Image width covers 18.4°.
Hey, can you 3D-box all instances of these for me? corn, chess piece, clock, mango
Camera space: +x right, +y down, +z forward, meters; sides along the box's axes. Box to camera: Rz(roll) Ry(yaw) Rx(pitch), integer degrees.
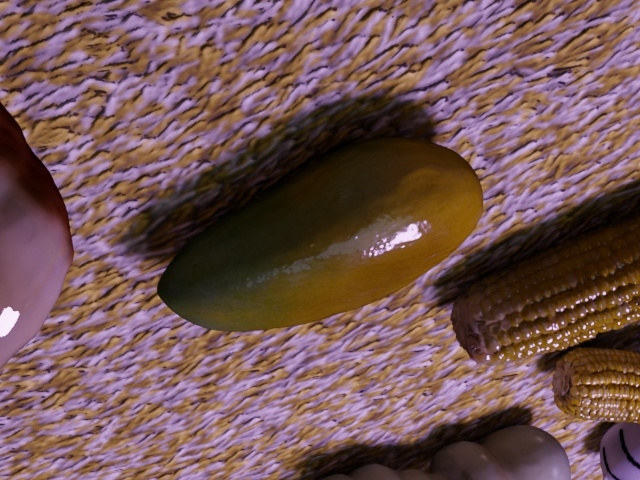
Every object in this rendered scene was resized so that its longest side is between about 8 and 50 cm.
[{"bbox_3d":[0.262,0.022,1.638,0.320,0.097,0.097,-21,148,-4],"label":"corn"},{"bbox_3d":[0.121,0.243,1.848,0.243,0.133,0.133,-20,149,-23],"label":"chess piece"},{"bbox_3d":[0.343,0.190,1.953,0.176,0.080,0.117,-40,147,21],"label":"clock"},{"bbox_3d":[0.004,0.002,1.427,0.237,0.091,0.137,-25,147,8],"label":"mango"},{"bbox_3d":[0.308,0.137,1.827,0.203,0.072,0.072,6,139,-19],"label":"corn"}]

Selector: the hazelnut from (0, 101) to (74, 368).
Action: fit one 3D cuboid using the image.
[{"bbox_3d":[-0.274,-0.011,1.107,0.261,0.241,0.261,-4,120,-6],"label":"hazelnut"}]
